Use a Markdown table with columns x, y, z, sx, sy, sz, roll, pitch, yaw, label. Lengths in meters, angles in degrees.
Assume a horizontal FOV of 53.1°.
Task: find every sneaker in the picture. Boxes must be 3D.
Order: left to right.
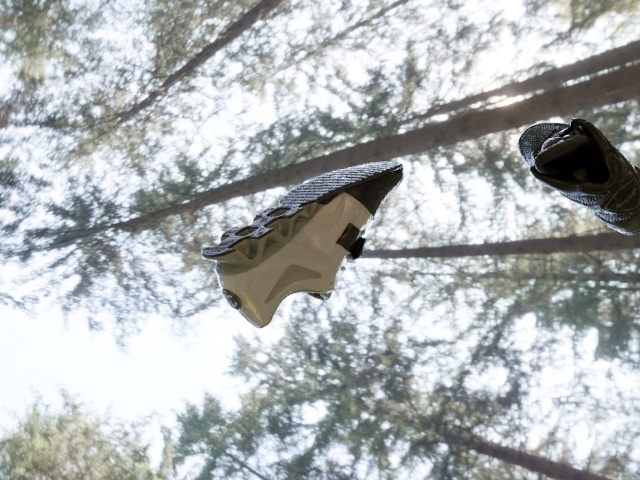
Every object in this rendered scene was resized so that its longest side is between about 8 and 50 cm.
| x | y | z | sx | sy | sz | roll | pitch | yaw | label |
| --- | --- | --- | --- | --- | --- | --- | --- | --- | --- |
| 0.000 | 0.000 | 0.894 | 0.330 | 0.122 | 0.146 | -33 | -69 | -27 | sneaker |
| 0.282 | -0.103 | 0.740 | 0.130 | 0.227 | 0.087 | 32 | -70 | -29 | sneaker |
